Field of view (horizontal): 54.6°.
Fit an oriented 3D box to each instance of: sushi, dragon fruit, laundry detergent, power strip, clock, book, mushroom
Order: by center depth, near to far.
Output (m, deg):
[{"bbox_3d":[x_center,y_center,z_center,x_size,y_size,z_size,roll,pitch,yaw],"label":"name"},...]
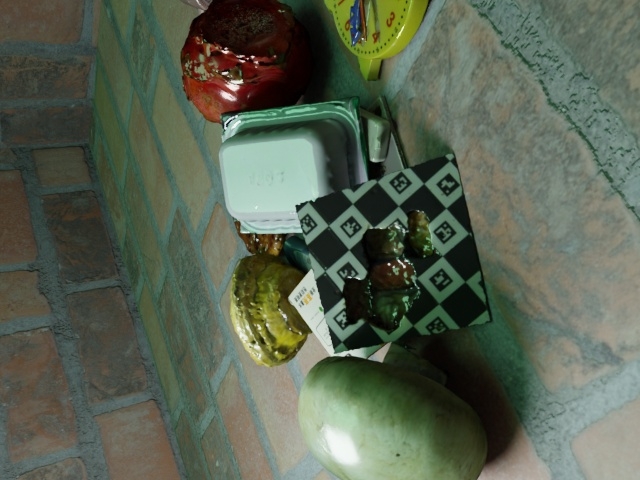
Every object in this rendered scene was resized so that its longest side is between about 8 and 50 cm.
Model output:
[{"bbox_3d":[0.128,0.317,1.089,0.260,0.352,0.352,-58,26,-16],"label":"mushroom"},{"bbox_3d":[0.128,0.028,1.095,0.059,0.293,0.293,7,-111,-75],"label":"sushi"},{"bbox_3d":[0.091,-0.470,1.126,0.277,0.071,0.294,63,145,29],"label":"clock"},{"bbox_3d":[0.115,-0.176,1.224,0.127,0.014,0.182,-34,68,57],"label":"book"},{"bbox_3d":[0.073,-0.220,1.235,0.192,0.035,0.082,39,131,49],"label":"power strip"},{"bbox_3d":[-0.167,-0.390,1.374,0.301,0.295,0.296,-32,70,60],"label":"dragon fruit"},{"bbox_3d":[-0.032,0.041,1.478,0.206,0.061,0.097,27,152,54],"label":"laundry detergent"}]

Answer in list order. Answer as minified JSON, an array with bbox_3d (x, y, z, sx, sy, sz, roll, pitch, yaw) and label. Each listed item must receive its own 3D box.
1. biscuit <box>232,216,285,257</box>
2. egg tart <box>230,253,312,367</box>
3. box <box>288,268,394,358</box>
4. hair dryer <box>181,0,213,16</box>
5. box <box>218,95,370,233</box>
[{"bbox_3d":[-0.165,-0.115,1.664,0.289,0.081,0.334,8,109,59],"label":"biscuit"},{"bbox_3d":[-0.091,0.152,1.441,0.123,0.294,0.294,-16,83,25],"label":"egg tart"},{"bbox_3d":[0.068,0.123,1.258,0.221,0.091,0.274,50,142,12],"label":"box"},{"bbox_3d":[-0.329,-0.611,1.786,0.210,0.125,0.353,39,137,51],"label":"hair dryer"},{"bbox_3d":[-0.074,-0.134,1.230,0.336,0.106,0.265,-2,102,27],"label":"box"}]
